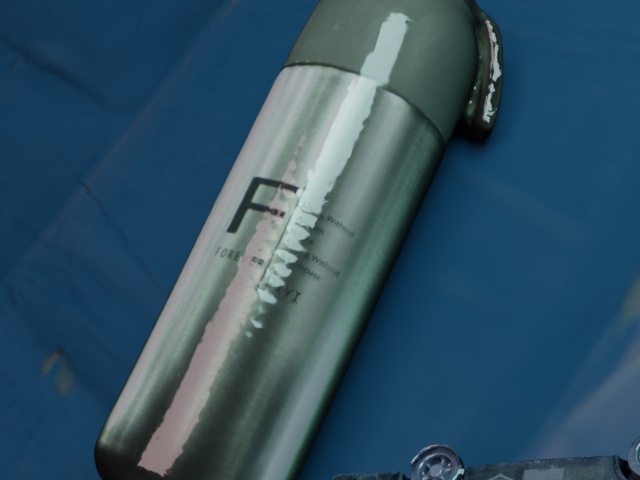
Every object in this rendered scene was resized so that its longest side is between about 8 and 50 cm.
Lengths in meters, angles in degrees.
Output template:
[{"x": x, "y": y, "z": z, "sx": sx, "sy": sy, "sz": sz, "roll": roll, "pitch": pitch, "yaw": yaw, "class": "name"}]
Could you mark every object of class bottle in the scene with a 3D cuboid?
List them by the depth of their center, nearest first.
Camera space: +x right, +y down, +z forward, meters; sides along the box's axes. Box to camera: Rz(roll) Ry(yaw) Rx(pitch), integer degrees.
[{"x": 0.000, "y": 0.000, "z": 0.492, "sx": 0.096, "sy": 0.079, "sz": 0.254, "roll": 23, "pitch": 74, "yaw": 4, "class": "bottle"}]

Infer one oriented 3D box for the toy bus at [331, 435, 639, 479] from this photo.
[{"x": 0.076, "y": 0.101, "z": 0.377, "sx": 0.166, "sy": 0.047, "sz": 0.065, "roll": -11, "pitch": 42, "yaw": 30, "class": "toy bus"}]
